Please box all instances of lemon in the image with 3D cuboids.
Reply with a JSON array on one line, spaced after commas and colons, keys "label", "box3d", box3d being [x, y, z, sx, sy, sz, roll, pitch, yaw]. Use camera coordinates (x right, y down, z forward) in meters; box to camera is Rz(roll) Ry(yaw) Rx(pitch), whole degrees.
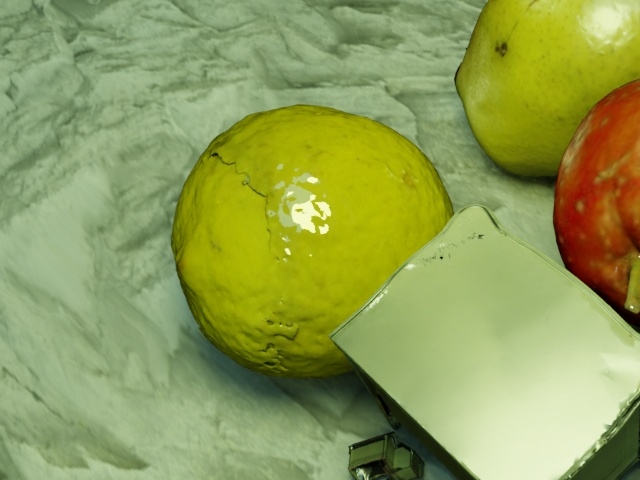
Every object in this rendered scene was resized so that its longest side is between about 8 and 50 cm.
[{"label": "lemon", "box3d": [0.000, 0.000, 1.411, 0.387, 0.350, 0.350, -6, 55, -29]}]

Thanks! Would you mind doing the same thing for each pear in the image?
[{"label": "pear", "box3d": [0.364, -0.199, 1.415, 0.386, 0.340, 0.191, -39, 41, 33]}]

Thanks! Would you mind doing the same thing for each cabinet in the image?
[{"label": "cabinet", "box3d": [0.217, 0.178, 1.279, 0.227, 0.318, 0.290, -44, 61, -9]}]

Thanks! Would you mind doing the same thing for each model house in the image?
[{"label": "model house", "box3d": [0.082, 0.273, 1.418, 0.083, 0.057, 0.058, -23, 31, 22]}]

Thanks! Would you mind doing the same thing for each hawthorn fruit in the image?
[{"label": "hawthorn fruit", "box3d": [0.380, -0.019, 1.219, 0.287, 0.287, 0.330, 18, 42, 22]}]
